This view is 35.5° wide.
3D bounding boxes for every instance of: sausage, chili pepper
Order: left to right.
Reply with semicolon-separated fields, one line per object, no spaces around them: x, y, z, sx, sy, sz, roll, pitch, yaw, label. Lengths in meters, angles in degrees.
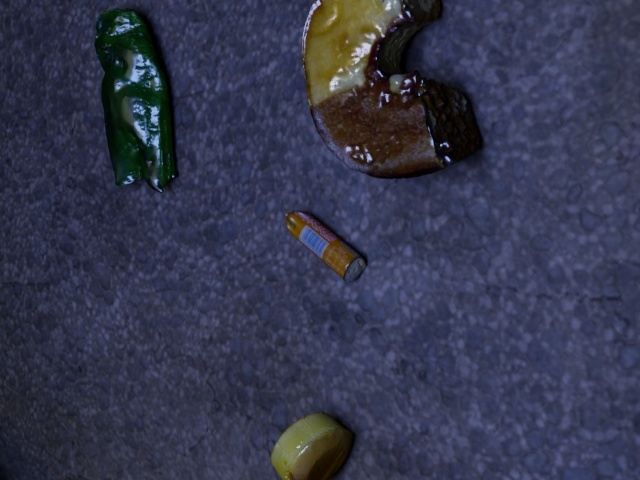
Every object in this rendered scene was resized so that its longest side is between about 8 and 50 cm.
-0.220;-0.162;1.170;0.098;0.061;0.224;-13;83;33;chili pepper
0.000;0.000;1.016;0.107;0.031;0.031;41;117;31;sausage

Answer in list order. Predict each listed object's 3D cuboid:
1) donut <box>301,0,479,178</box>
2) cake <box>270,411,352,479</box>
0.063;-0.155;0.918;0.141;0.085;0.217;-17;81;40;donut
-0.009;0.214;1.005;0.044;0.084;0.084;42;118;32;cake
